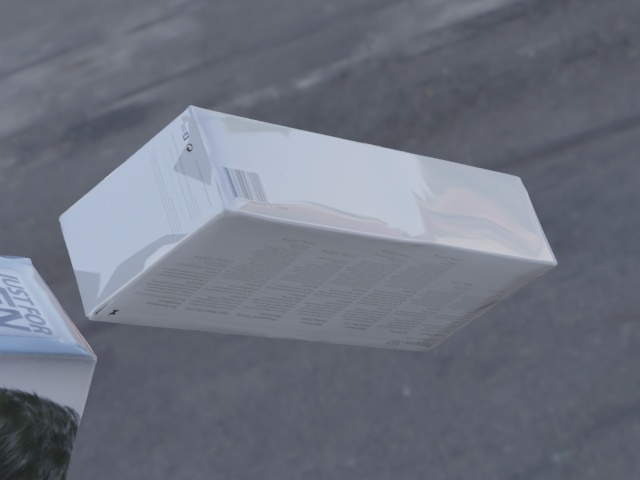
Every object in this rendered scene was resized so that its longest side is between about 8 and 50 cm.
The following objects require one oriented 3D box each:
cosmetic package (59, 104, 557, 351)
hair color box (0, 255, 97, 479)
[{"bbox_3d":[0.000,0.000,0.889,0.099,0.060,0.239,-38,-30,32],"label":"cosmetic package"},{"bbox_3d":[-0.309,0.102,0.845,0.374,0.185,0.113,4,23,-29],"label":"hair color box"}]
